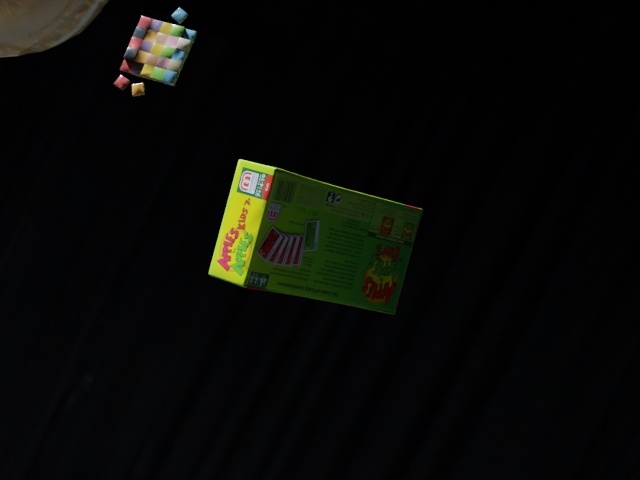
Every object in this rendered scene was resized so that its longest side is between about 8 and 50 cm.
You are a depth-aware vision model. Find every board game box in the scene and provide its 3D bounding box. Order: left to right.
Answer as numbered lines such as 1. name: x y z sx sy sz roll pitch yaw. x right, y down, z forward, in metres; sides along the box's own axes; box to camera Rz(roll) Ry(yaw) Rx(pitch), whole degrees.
1. board game box: 0.000 0.000 1.109 0.043 0.092 0.181 17 3 43

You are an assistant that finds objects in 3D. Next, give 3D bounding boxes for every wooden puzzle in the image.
1. wooden puzzle: -0.131 -0.152 1.124 0.049 0.083 0.006 17 -15 15

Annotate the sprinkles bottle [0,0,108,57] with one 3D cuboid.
1. sprinkles bottle: -0.072 -0.217 0.572 0.121 0.121 0.355 27 43 -3
